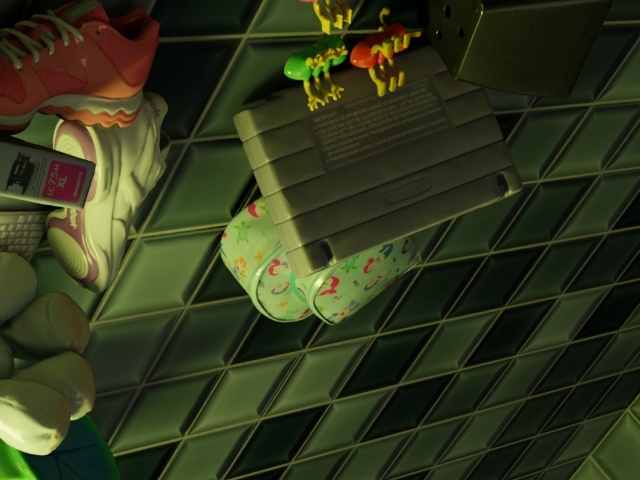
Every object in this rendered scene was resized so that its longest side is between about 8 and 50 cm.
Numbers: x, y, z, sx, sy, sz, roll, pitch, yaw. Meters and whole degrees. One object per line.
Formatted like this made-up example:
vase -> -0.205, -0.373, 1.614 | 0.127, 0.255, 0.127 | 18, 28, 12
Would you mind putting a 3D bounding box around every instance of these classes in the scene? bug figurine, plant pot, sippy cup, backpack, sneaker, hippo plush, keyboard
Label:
bug figurine -> 0.049, -0.284, 2.080 | 0.216, 0.072, 0.279 | -30, 147, -31
plant pot -> 0.231, -0.296, 2.185 | 0.167, 0.187, 0.188 | -9, 143, -25
sippy cup -> -0.421, 0.332, 2.317 | 0.224, 0.240, 0.305 | -35, 130, 17
backpack -> 0.000, 0.000, 2.351 | 0.253, 0.191, 0.225 | -32, 154, -1
sneaker -> -0.238, -0.051, 2.042 | 0.152, 0.114, 0.305 | -32, 155, -33
hippo plush -> -0.419, 0.184, 2.043 | 0.236, 0.234, 0.294 | -40, 178, 42
keyboard -> -0.419, -0.005, 2.006 | 0.256, 0.014, 0.072 | -2, 136, -50
sneaker -> -0.286, -0.197, 1.794 | 0.314, 0.116, 0.136 | -9, 135, -56

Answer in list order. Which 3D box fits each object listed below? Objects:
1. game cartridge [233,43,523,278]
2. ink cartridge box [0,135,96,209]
game cartridge -> 0.076, -0.113, 2.223 | 0.355, 0.230, 0.068 | -21, 174, -31
ink cartridge box -> -0.393, -0.094, 1.714 | 0.311, 0.186, 0.065 | 15, 92, -56
